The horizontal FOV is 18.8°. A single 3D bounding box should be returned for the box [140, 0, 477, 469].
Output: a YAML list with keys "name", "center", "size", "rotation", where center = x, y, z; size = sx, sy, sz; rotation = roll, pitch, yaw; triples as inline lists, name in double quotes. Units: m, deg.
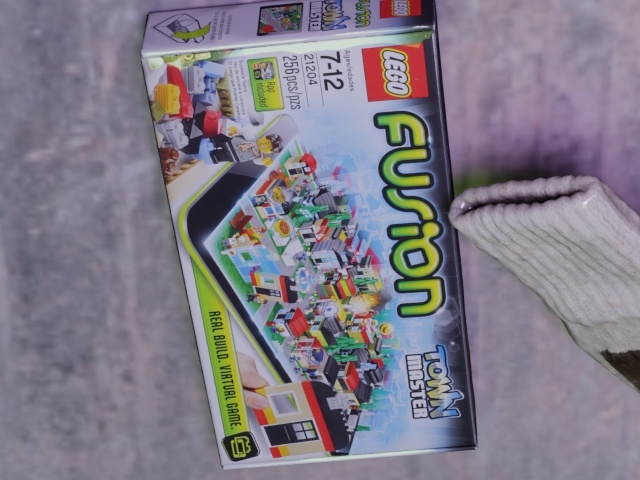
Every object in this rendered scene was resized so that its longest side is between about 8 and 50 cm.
- name: "box"
  center: [0.000, 0.000, 0.788]
  size: [0.114, 0.036, 0.207]
  rotation: [-5, 123, 5]

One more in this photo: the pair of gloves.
- name: "pair of gloves"
  center: [0.190, 0.034, 0.722]
  size: [0.240, 0.042, 0.204]
  rotation: [-1, 154, 40]
